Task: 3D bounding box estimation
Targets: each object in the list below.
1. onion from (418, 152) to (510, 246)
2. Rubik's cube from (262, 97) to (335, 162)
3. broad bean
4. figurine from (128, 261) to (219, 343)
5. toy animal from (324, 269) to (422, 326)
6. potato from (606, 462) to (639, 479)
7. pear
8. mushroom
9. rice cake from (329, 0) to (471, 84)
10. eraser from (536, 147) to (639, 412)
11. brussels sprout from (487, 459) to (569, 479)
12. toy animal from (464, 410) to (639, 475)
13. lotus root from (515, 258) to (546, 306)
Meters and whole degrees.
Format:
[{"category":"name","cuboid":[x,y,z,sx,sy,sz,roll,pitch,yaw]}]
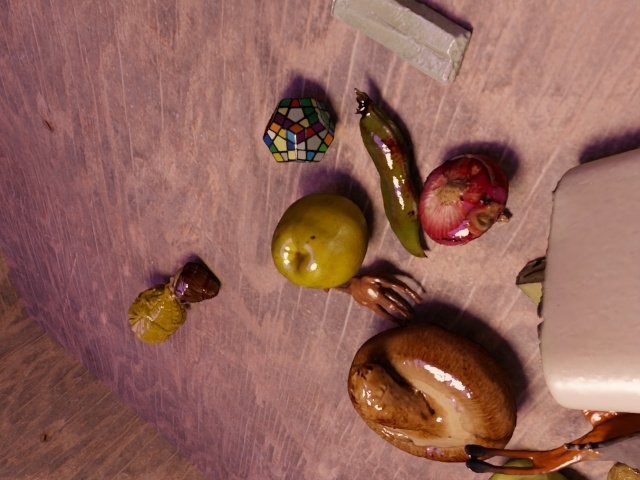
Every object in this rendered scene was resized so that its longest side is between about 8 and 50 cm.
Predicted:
[{"category":"onion","cuboid":[0.238,-0.053,0.897,0.140,0.149,0.150,22,158,-36]},{"category":"Rubik's cube","cuboid":[-0.037,-0.193,1.029,0.133,0.133,0.111,4,95,42]},{"category":"broad bean","cuboid":[0.128,-0.105,0.986,0.077,0.061,0.338,10,128,48]},{"category":"figurine","cuboid":[-0.423,0.157,1.679,0.168,0.187,0.315,52,134,3]},{"category":"toy animal","cuboid":[0.089,0.108,1.212,0.230,0.066,0.224,29,158,9]},{"category":"potato","cuboid":[0.557,0.430,1.019,0.092,0.070,0.137,25,153,25]},{"category":"pear","cuboid":[-0.001,-0.001,1.095,0.198,0.198,0.198,26,137,27]},{"category":"mushroom","cuboid":[0.216,0.301,1.139,0.345,0.239,0.345,36,165,11]},{"category":"rice cake","cuboid":[0.112,-0.315,0.838,0.226,0.040,0.085,38,140,15]},{"category":"eraser","cuboid":[0.400,0.038,0.723,0.150,0.331,0.331,-18,108,49]},{"category":"brussels sprout","cuboid":[0.439,0.543,1.172,0.223,0.161,0.223,16,149,10]},{"category":"toy animal","cuboid":[0.439,0.338,0.933,0.302,0.225,0.284,23,127,-6]},{"category":"lotus root","cuboid":[0.381,0.091,0.876,0.144,0.070,0.143,46,158,2]}]
